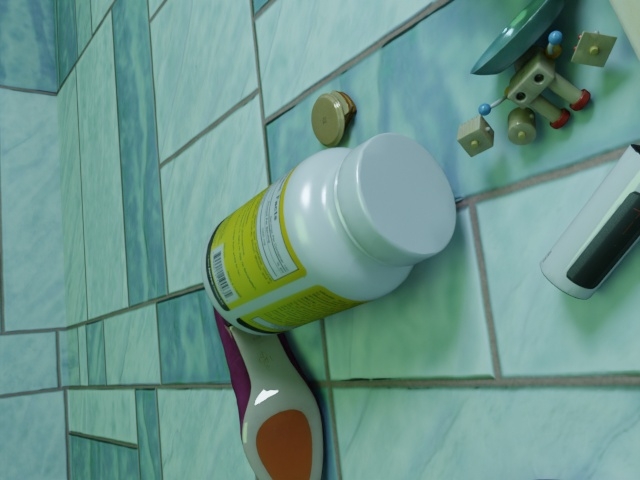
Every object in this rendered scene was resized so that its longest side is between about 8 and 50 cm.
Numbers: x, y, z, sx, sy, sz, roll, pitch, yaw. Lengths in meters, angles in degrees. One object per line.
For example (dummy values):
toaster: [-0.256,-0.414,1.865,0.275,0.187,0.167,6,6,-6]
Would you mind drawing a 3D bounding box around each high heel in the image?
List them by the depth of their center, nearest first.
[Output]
high heel: [-0.083,0.233,0.982,0.181,0.127,0.377,115,142,-74]

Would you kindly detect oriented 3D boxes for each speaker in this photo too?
speaker: [0.254,-0.015,0.532,0.055,0.055,0.136,55,131,38]

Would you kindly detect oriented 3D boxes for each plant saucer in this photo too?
plant saucer: [0.196,-0.202,0.591,0.021,0.119,0.119,41,135,-6]

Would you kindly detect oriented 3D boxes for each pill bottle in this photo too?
pill bottle: [0.000,0.000,0.765,0.334,0.188,0.188,-27,68,50]

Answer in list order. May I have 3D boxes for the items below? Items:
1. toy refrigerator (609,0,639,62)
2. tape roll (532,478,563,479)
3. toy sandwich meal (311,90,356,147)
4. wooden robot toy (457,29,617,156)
toy refrigerator: [0.273,-0.224,0.444,0.094,0.102,0.269,105,153,-68]
tape roll: [0.216,0.368,0.550,0.275,0.090,0.275,-2,87,54]
toy sandwich meal: [0.018,-0.177,0.879,0.085,0.029,0.085,24,120,50]
wooden robot toy: [0.212,-0.154,0.603,0.173,0.076,0.079,-47,18,43]
